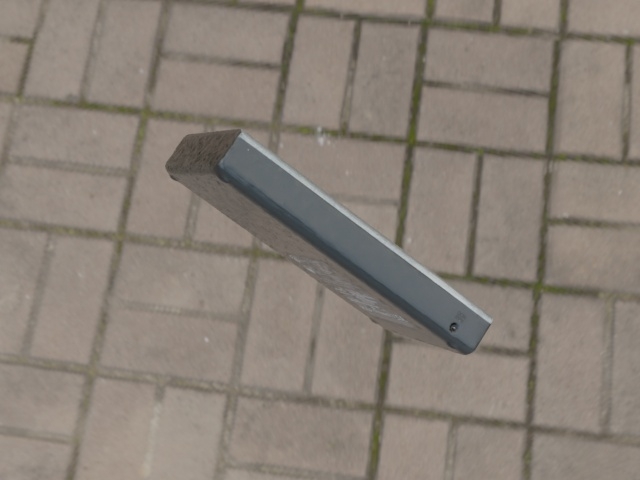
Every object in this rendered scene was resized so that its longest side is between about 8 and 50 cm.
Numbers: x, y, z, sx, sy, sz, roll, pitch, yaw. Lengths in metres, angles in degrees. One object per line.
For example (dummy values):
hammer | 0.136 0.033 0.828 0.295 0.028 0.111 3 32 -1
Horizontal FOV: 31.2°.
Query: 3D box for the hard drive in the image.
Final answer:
hard drive | 0.000 0.000 0.497 0.135 0.094 0.022 36 81 -19
